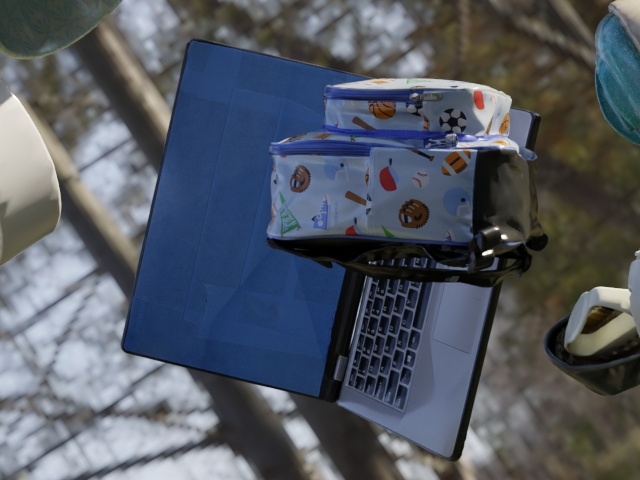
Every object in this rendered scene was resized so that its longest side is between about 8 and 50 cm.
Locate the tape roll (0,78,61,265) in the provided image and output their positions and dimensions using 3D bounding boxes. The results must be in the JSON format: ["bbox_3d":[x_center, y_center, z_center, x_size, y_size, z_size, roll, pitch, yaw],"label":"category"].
[{"bbox_3d":[-0.461,-0.101,2.547,0.100,0.286,0.286,-36,-10,-32],"label":"tape roll"}]

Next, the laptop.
[{"bbox_3d":[0.000,0.000,2.203,0.236,0.382,0.408,10,5,-30],"label":"laptop"}]

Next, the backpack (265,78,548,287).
[{"bbox_3d":[0.077,-0.059,1.967,0.263,0.213,0.276,-5,-5,14],"label":"backpack"}]

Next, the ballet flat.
[{"bbox_3d":[0.273,0.059,1.596,0.096,0.095,0.280,20,-32,-20],"label":"ballet flat"}]

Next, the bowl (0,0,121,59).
[{"bbox_3d":[-0.348,-0.385,2.464,0.289,0.156,0.289,-42,-20,-19],"label":"bowl"}]

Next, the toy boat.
[{"bbox_3d":[0.313,-0.213,2.109,0.148,0.318,0.267,-32,-13,8],"label":"toy boat"}]
